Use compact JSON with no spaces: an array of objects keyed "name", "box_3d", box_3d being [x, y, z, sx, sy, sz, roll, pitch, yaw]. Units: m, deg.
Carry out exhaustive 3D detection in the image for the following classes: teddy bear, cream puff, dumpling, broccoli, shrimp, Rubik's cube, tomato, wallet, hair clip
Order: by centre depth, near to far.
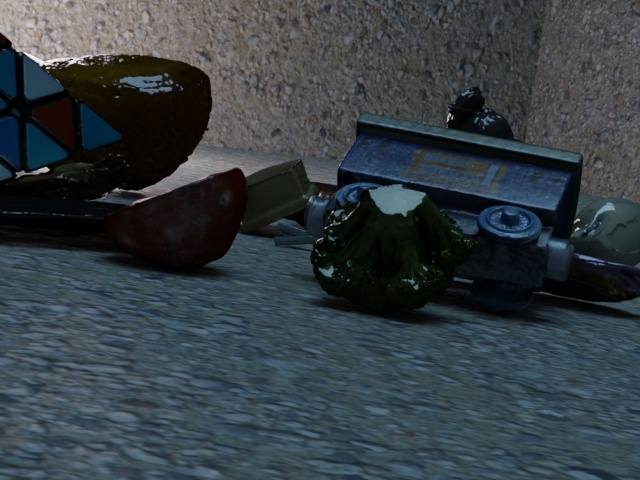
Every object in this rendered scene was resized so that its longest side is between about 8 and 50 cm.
[{"name":"broccoli","box_3d":[0.075,0.008,1.557,0.162,0.138,0.146,12,47,7]},{"name":"tomato","box_3d":[-0.147,-0.013,1.659,0.159,0.091,0.139,-17,0,2]},{"name":"wallet","box_3d":[-0.328,-0.034,1.824,0.247,0.041,0.323,6,3,-32]},{"name":"hair clip","box_3d":[0.218,0.026,1.841,0.358,0.110,0.096,10,34,7]},{"name":"Rubik's cube","box_3d":[-0.431,-0.148,1.970,0.284,0.250,0.234,-7,30,9]},{"name":"shrimp","box_3d":[-0.341,-0.076,1.972,0.236,0.053,0.133,-5,-9,37]},{"name":"hair clip","box_3d":[0.000,-0.001,2.008,0.115,0.030,0.039,9,5,7]},{"name":"dumpling","box_3d":[0.421,-0.003,2.302,0.188,0.108,0.127,-11,-11,-28]},{"name":"teddy bear","box_3d":[0.255,-0.090,2.331,0.171,0.251,0.144,26,14,21]},{"name":"cream puff","box_3d":[-0.325,-0.186,2.462,0.303,0.212,0.303,3,18,-1]}]

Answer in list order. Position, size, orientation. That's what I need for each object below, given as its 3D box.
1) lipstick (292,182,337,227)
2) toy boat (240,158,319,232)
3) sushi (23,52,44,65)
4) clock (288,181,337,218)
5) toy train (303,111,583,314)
[{"name":"lipstick","box_3d":[0.064,-0.028,2.135,0.077,0.077,0.418,5,5,-28]},{"name":"toy boat","box_3d":[-0.066,-0.068,2.167,0.116,0.061,0.188,-23,8,4]},{"name":"sushi","box_3d":[-0.563,-0.230,2.657,0.234,0.208,0.348,18,6,-28]},{"name":"clock","box_3d":[0.007,-0.063,2.513,0.278,0.049,0.273,13,8,39]},{"name":"toy train","box_3d":[0.141,-0.028,1.723,0.299,0.131,0.202,12,37,15]}]
